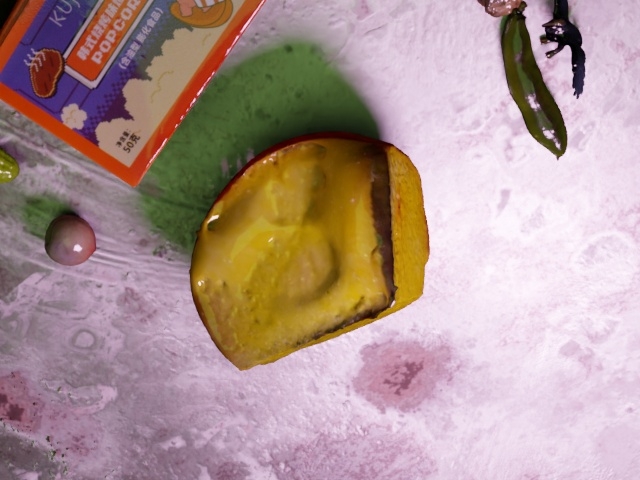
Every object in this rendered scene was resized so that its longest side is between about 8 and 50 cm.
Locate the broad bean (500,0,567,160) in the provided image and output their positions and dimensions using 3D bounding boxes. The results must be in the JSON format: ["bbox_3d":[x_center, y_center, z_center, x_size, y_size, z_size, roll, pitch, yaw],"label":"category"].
[{"bbox_3d":[0.317,-0.232,1.634,0.065,0.046,0.254,-23,109,-1],"label":"broad bean"}]

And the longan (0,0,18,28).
[{"bbox_3d":[-0.543,-0.419,1.389,0.404,0.336,0.404,4,97,30],"label":"longan"}]

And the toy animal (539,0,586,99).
[{"bbox_3d":[0.352,-0.304,1.578,0.062,0.108,0.220,-13,76,8],"label":"toy animal"}]

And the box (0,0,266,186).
[{"bbox_3d":[-0.239,-0.316,1.453,0.257,0.318,0.349,35,108,-11],"label":"box"}]

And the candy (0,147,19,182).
[{"bbox_3d":[-0.563,-0.130,1.648,0.209,0.097,0.097,13,111,-11],"label":"candy"}]

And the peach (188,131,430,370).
[{"bbox_3d":[0.000,0.000,1.624,0.380,0.242,0.306,-31,88,25],"label":"peach"}]

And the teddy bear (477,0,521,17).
[{"bbox_3d":[0.207,-0.438,1.448,0.246,0.222,0.296,-26,102,36],"label":"teddy bear"}]

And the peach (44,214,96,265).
[{"bbox_3d":[-0.393,0.001,1.705,0.083,0.083,0.083,0,111,0],"label":"peach"}]
